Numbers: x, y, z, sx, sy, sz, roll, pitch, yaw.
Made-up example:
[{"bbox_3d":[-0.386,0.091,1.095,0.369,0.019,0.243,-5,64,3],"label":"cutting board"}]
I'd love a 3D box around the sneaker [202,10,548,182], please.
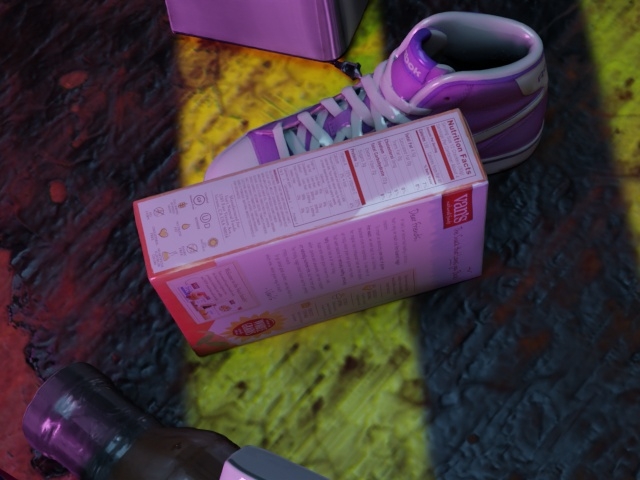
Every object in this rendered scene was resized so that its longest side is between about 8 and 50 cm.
[{"bbox_3d":[0.034,-0.099,0.810,0.282,0.161,0.102,-19,66,-1],"label":"sneaker"}]

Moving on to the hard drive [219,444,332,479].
[{"bbox_3d":[0.000,0.295,0.600,0.203,0.040,0.308,21,105,18],"label":"hard drive"}]

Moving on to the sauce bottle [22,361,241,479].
[{"bbox_3d":[-0.057,0.202,0.708,0.344,0.111,0.111,31,72,23],"label":"sauce bottle"}]

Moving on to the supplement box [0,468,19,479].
[{"bbox_3d":[-0.181,0.222,0.651,0.111,0.220,0.114,36,75,21],"label":"supplement box"}]

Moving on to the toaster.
[{"bbox_3d":[-0.031,-0.249,0.913,0.185,0.110,0.168,14,68,12],"label":"toaster"}]

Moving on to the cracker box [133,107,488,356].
[{"bbox_3d":[0.000,0.000,0.769,0.232,0.156,0.067,-15,64,-1],"label":"cracker box"}]
